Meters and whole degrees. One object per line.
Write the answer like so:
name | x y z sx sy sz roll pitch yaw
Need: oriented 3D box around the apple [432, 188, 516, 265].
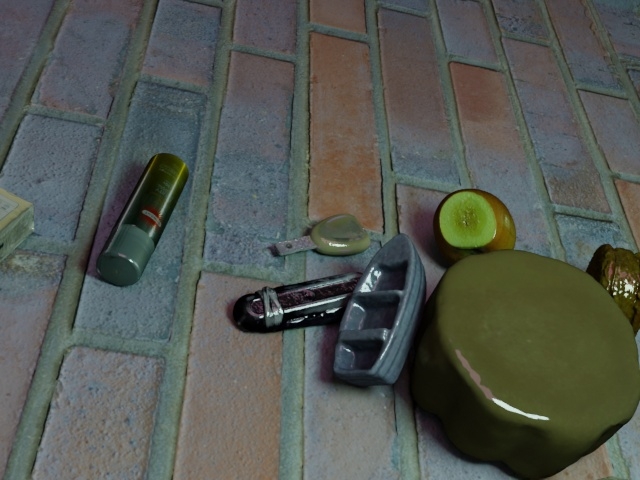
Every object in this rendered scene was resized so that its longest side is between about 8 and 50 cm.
apple | 0.301 -0.015 1.649 0.146 0.163 0.147 -14 50 26

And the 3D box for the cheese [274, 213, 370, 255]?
cheese | 0.000 0.000 1.616 0.192 0.037 0.097 -14 51 -30

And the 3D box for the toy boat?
toy boat | 0.108 0.115 1.432 0.078 0.127 0.283 44 54 -32

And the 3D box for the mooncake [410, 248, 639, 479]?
mooncake | 0.332 0.206 1.422 0.378 0.201 0.378 9 48 -10

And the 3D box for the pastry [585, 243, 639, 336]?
pastry | 0.557 0.101 1.610 0.103 0.189 0.189 13 43 6

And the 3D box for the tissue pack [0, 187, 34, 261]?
tissue pack | -0.597 -0.039 1.398 0.196 0.092 0.148 27 44 6

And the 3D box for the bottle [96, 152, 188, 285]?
bottle | -0.312 -0.042 1.512 0.082 0.082 0.286 17 43 -3

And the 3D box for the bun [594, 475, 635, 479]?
bun | 0.473 0.443 1.273 0.231 0.133 0.231 9 44 -8

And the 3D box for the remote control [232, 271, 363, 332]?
remote control | -0.022 0.103 1.481 0.265 0.066 0.090 -7 47 -26
